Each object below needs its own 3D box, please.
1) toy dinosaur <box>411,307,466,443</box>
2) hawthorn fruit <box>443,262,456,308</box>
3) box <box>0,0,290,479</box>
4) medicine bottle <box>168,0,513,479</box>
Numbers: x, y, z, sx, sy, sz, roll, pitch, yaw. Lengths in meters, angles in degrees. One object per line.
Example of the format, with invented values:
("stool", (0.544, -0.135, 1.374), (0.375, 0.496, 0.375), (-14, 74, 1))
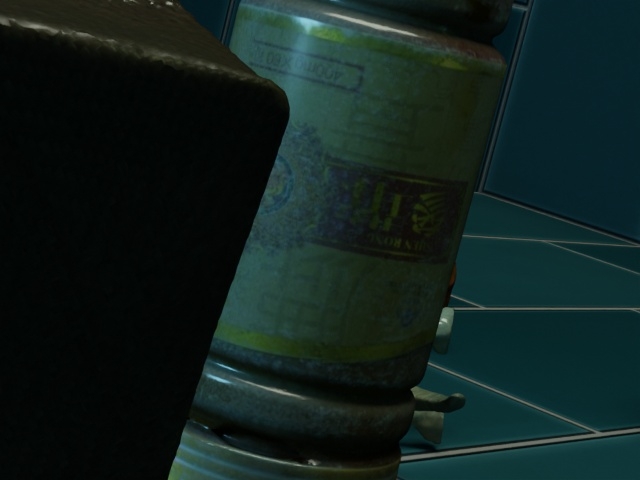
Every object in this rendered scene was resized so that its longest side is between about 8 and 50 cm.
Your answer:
("toy dinosaur", (0.013, 0.087, 1.204), (0.205, 0.092, 0.393), (11, 10, -18))
("hawthorn fruit", (0.060, 0.030, 1.588), (0.128, 0.128, 0.128), (14, 9, -2))
("box", (-0.153, 0.022, 0.704), (0.184, 0.273, 0.143), (8, 21, -31))
("medicine bottle", (0.000, 0.000, 0.961), (0.151, 0.322, 0.151), (14, 8, -2))
